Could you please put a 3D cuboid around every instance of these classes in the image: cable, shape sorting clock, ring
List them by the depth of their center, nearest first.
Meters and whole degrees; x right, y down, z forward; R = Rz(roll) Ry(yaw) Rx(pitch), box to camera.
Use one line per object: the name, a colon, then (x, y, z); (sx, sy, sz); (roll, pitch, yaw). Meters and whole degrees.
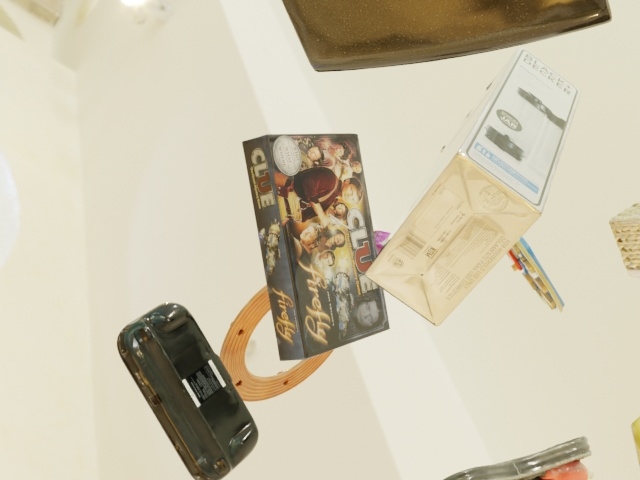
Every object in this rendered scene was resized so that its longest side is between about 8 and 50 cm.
cable: (0.248, 0.296, 0.975); (0.139, 0.287, 0.072); (-41, -119, 25)
shape sorting clock: (0.344, 0.038, 1.369); (0.040, 0.206, 0.206); (-33, -139, 9)
ring: (-0.068, 0.183, 1.624); (0.032, 0.336, 0.336); (41, -82, 37)

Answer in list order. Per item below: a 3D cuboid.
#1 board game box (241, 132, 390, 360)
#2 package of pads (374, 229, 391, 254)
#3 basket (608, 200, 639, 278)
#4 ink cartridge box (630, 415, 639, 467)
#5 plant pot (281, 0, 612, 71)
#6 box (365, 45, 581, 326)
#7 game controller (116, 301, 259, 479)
board game box: (0.000, 0.000, 0.926); (0.042, 0.165, 0.243); (-9, -89, 39)
package of pads: (0.103, 0.022, 1.150); (0.050, 0.083, 0.032); (11, -120, 26)
basket: (0.521, -0.012, 1.177); (0.113, 0.103, 0.167); (-29, -173, -14)
ink cartridge box: (0.342, 0.196, 0.564); (0.307, 0.072, 0.303); (103, -6, -48)
plant pot: (0.051, -0.202, 0.492); (0.167, 0.188, 0.187); (-21, -159, 15)
box: (0.163, -0.066, 0.815); (0.169, 0.087, 0.290); (-56, 179, 37)
game controller: (-0.228, 0.265, 1.426); (0.067, 0.319, 0.166); (-27, -176, 34)
